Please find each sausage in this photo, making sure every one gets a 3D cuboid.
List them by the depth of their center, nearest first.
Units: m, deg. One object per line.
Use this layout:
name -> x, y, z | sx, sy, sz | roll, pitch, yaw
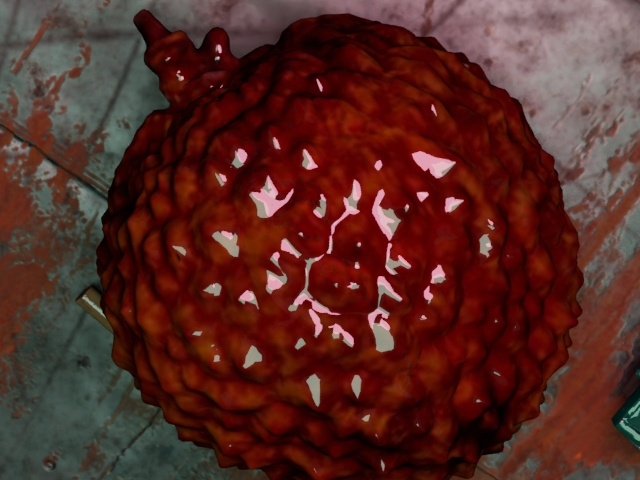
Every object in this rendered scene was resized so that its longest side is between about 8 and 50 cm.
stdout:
sausage -> -0.209, 0.094, 1.406 | 0.116, 0.026, 0.026 | 43, 103, -9

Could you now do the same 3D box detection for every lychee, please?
lychee -> 0.000, 0.000, 1.170 | 0.424, 0.424, 0.500 | -42, 104, 12

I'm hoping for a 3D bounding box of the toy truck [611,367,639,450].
toy truck -> 0.455, 0.227, 1.337 | 0.363, 0.178, 0.176 | 34, 104, -10
